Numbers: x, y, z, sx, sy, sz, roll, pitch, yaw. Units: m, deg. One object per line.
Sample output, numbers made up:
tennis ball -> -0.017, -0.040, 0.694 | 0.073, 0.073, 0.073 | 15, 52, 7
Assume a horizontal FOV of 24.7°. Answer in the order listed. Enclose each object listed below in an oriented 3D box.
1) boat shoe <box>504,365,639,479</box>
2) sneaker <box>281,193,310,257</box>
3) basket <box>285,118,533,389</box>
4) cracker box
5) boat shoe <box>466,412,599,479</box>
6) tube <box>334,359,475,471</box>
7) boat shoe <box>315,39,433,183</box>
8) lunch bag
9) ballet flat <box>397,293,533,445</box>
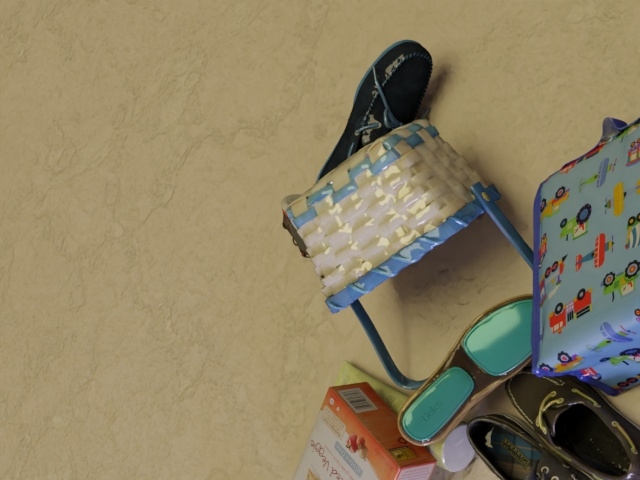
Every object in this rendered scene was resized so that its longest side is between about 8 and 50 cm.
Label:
boat shoe -> 0.286, 0.202, 1.638 | 0.228, 0.069, 0.081 | 33, 102, 43
sneaker -> 0.000, 0.000, 1.983 | 0.158, 0.061, 0.065 | 47, 138, 41
basket -> 0.122, 0.015, 1.771 | 0.255, 0.201, 0.289 | -31, 87, 31
cracker box -> 0.039, 0.313, 1.802 | 0.156, 0.067, 0.232 | 46, 127, 40
boat shoe -> 0.249, 0.268, 1.650 | 0.228, 0.076, 0.080 | 45, 110, 41
tube -> 0.092, 0.222, 1.828 | 0.070, 0.062, 0.240 | -39, 34, -28
boat shoe -> 0.085, -0.133, 1.903 | 0.258, 0.109, 0.089 | -68, 31, 27
lunch bag -> 0.335, -0.011, 1.609 | 0.221, 0.138, 0.293 | -36, 47, 44
ballet flat -> 0.180, 0.146, 1.706 | 0.232, 0.073, 0.080 | -42, 80, 7
